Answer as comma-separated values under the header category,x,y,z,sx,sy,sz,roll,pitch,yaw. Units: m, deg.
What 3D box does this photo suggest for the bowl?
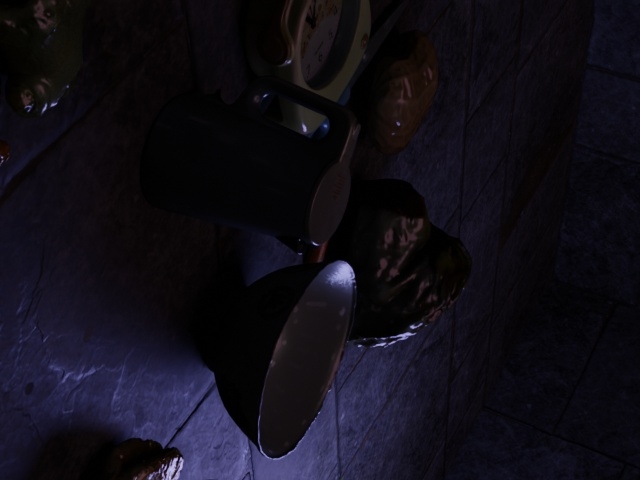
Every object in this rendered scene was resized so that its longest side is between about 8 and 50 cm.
category,x,y,z,sx,sy,sz,roll,pitch,yaw
bowl,-0.081,0.165,1.859,0.337,0.157,0.337,-52,153,-41

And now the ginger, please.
category,x,y,z,sx,sy,sz,roll,pitch,yaw
ginger,-0.274,-0.257,1.125,0.137,0.089,0.290,-15,126,-48

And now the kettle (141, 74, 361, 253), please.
category,x,y,z,sx,sy,sz,roll,pitch,yaw
kettle,-0.079,-0.109,1.510,0.210,0.243,0.160,-70,159,-4

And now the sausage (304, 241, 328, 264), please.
category,x,y,z,sx,sy,sz,roll,pitch,yaw
sausage,0.000,0.000,2.087,0.031,0.031,0.107,2,107,-68

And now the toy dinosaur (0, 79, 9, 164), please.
category,x,y,z,sx,sy,sz,roll,pitch,yaw
toy dinosaur,-0.331,-0.143,1.127,0.142,0.057,0.212,-45,150,-70

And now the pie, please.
category,x,y,z,sx,sy,sz,roll,pitch,yaw
pie,-0.272,0.376,1.677,0.205,0.084,0.179,-2,111,-69

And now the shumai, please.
category,x,y,z,sx,sy,sz,roll,pitch,yaw
shumai,0.111,0.023,2.202,0.309,0.304,0.263,-87,152,-65

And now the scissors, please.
category,x,y,z,sx,sy,sz,roll,pitch,yaw
scissors,0.053,-0.288,1.968,0.447,0.029,0.192,-54,154,-35

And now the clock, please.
category,x,y,z,sx,sy,sz,roll,pitch,yaw
clock,-0.023,-0.321,1.665,0.235,0.096,0.308,-58,156,-25

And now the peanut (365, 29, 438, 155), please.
category,x,y,z,sx,sy,sz,roll,pitch,yaw
peanut,0.149,-0.273,2.110,0.233,0.110,0.196,-53,154,-35
